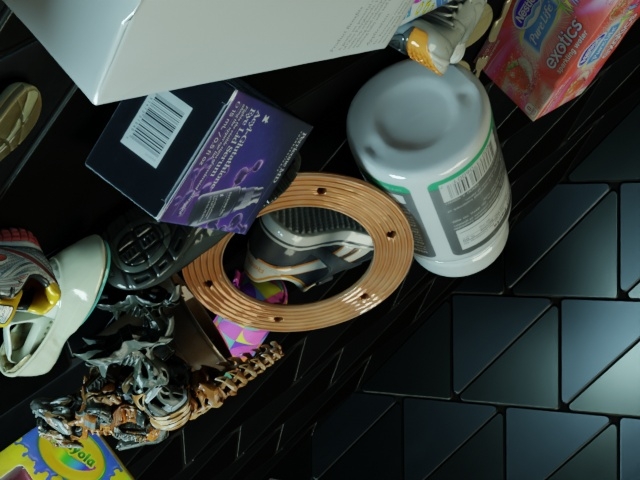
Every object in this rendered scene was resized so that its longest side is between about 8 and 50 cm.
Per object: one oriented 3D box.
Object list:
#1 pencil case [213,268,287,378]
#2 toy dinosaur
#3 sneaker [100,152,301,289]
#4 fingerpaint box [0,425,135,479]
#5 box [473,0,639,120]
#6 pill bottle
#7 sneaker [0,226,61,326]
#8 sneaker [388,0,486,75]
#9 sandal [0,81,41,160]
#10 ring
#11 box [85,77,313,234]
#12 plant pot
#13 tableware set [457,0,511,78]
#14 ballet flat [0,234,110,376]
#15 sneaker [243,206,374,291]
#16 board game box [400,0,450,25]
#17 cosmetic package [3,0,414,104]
[{"bbox_3d":[-0.138,0.142,1.638,0.104,0.104,0.236,-26,155,-43],"label":"pencil case"},{"bbox_3d":[-0.220,0.172,1.241,0.322,0.164,0.218,-24,121,-15],"label":"toy dinosaur"},{"bbox_3d":[-0.151,-0.038,1.188,0.286,0.109,0.130,-34,173,-12],"label":"sneaker"},{"bbox_3d":[-0.391,0.534,1.436,0.371,0.445,0.163,-35,161,-19],"label":"fingerpaint box"},{"bbox_3d":[0.385,-0.353,1.475,0.142,0.154,0.300,-30,161,-34],"label":"box"},{"bbox_3d":[0.177,-0.093,1.435,0.204,0.204,0.361,-40,149,-5],"label":"pill bottle"},{"bbox_3d":[-0.341,0.040,0.936,0.088,0.093,0.225,-49,161,22],"label":"sneaker"},{"bbox_3d":[0.149,-0.284,1.184,0.121,0.099,0.262,-59,176,21],"label":"sneaker"},{"bbox_3d":[-0.313,-0.072,0.816,0.180,0.049,0.072,-53,172,-15],"label":"sandal"},{"bbox_3d":[-0.033,0.019,1.375,0.336,0.032,0.336,-4,138,-4],"label":"ring"},{"bbox_3d":[-0.120,-0.102,1.006,0.153,0.108,0.207,-58,160,10],"label":"box"},{"bbox_3d":[-0.236,0.154,1.362,0.165,0.167,0.167,-33,163,-2],"label":"plant pot"},{"bbox_3d":[0.192,-0.283,1.408,0.128,0.039,0.194,-16,147,-24],"label":"tableware set"},{"bbox_3d":[-0.323,0.083,1.122,0.086,0.086,0.248,-22,155,-48],"label":"ballet flat"},{"bbox_3d":[0.000,0.000,1.542,0.321,0.126,0.127,-3,134,-48],"label":"sneaker"},{"bbox_3d":[0.193,-0.409,1.022,0.302,0.086,0.308,-31,160,-30],"label":"board game box"},{"bbox_3d":[-0.051,-0.250,0.757,0.365,0.155,0.197,-20,152,-49],"label":"cosmetic package"}]
